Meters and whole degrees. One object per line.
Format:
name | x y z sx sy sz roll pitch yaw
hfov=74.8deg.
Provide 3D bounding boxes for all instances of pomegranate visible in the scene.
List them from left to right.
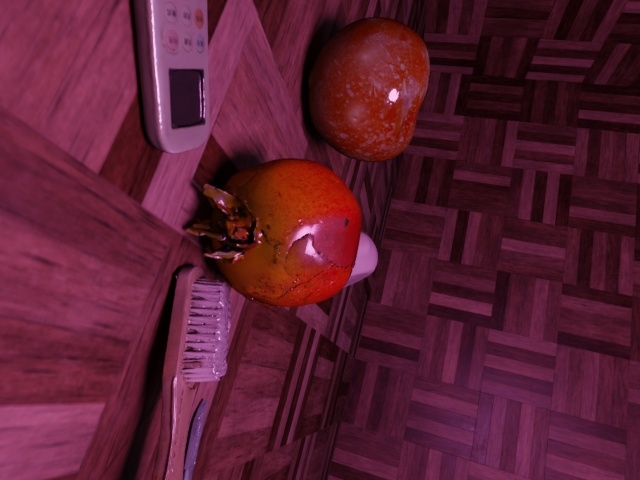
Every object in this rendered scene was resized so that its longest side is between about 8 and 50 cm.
pomegranate | -0.054 -0.012 0.563 0.235 0.210 0.210 9 92 -51

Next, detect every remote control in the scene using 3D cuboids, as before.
remote control | -0.140 -0.238 0.388 0.090 0.038 0.309 -48 146 -62

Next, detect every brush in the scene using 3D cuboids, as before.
brush | -0.148 0.189 0.484 0.070 0.065 0.327 79 13 -69

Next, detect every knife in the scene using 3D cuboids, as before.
knife | -0.199 0.348 0.634 0.028 0.015 0.210 6 94 -68

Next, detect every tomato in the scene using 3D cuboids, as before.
tomato | 0.084 -0.295 0.828 0.270 0.223 0.270 -171 -90 -84

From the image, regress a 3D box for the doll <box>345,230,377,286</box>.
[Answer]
doll | 0.000 0.000 0.848 0.251 0.221 0.221 -13 116 -43
